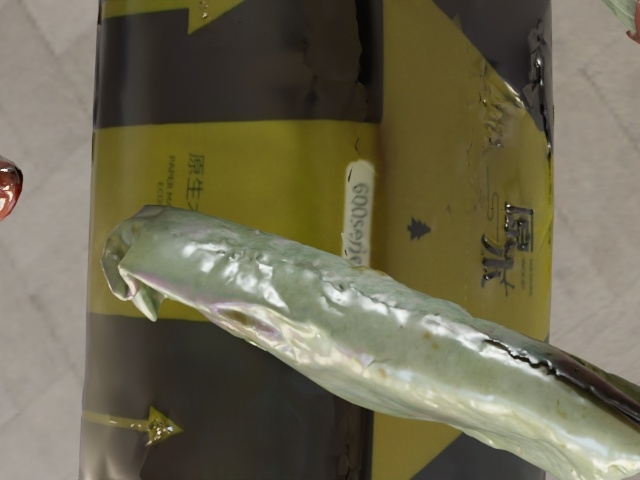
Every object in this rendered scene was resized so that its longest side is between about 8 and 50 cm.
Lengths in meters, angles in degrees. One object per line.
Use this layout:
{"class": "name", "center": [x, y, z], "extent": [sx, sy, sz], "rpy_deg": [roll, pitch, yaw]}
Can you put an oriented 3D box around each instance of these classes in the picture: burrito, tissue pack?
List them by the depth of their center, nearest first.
{"class": "burrito", "center": [0.031, 0.051, 0.778], "extent": [0.309, 0.096, 0.066], "rpy_deg": [19, 81, 20]}
{"class": "tissue pack", "center": [0.000, 0.000, 1.066], "extent": [0.253, 0.264, 0.416], "rpy_deg": [-1, 86, 39]}

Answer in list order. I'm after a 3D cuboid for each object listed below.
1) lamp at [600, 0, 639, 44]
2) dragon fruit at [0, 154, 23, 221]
{"class": "lamp", "center": [0.202, -0.201, 0.724], "extent": [0.233, 0.233, 0.265], "rpy_deg": [31, 131, 24]}
{"class": "dragon fruit", "center": [-0.293, 0.006, 0.573], "extent": [0.329, 0.286, 0.228], "rpy_deg": [28, 101, -20]}
